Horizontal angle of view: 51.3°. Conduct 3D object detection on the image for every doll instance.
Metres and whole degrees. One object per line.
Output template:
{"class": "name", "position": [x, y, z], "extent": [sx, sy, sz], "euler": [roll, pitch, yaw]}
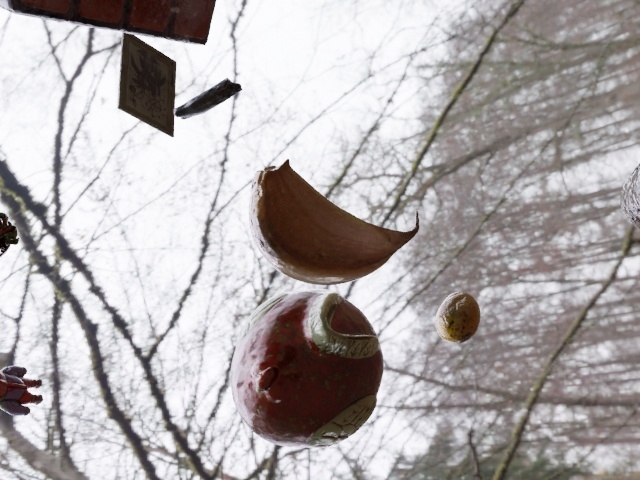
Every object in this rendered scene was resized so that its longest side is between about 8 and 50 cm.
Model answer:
{"class": "doll", "position": [-0.590, 0.256, 1.168], "extent": [0.227, 0.075, 0.102], "euler": [23, -138, -54]}

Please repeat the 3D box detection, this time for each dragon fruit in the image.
{"class": "dragon fruit", "position": [-0.656, 0.000, 1.290], "extent": [0.175, 0.138, 0.142], "euler": [-31, -47, -55]}

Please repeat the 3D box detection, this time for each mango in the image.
{"class": "mango", "position": [0.239, 0.131, 1.156], "extent": [0.057, 0.078, 0.114], "euler": [62, -155, -26]}

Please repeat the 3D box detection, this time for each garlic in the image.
{"class": "garlic", "position": [0.000, -0.001, 0.824], "extent": [0.206, 0.115, 0.128], "euler": [23, -112, -1]}

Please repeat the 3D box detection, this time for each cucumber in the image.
{"class": "cucumber", "position": [-0.197, -0.244, 1.169], "extent": [0.033, 0.134, 0.034], "euler": [42, -155, -51]}

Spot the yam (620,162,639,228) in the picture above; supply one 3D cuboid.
{"class": "yam", "position": [0.500, -0.074, 0.942], "extent": [0.279, 0.131, 0.131], "euler": [6, -109, -71]}

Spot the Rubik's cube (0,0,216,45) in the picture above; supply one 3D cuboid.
{"class": "Rubik's cube", "position": [-0.357, -0.513, 0.987], "extent": [0.343, 0.337, 0.345], "euler": [-5, -61, -51]}

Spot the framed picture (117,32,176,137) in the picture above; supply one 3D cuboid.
{"class": "framed picture", "position": [-0.416, -0.379, 1.614], "extent": [0.173, 0.010, 0.232], "euler": [24, -126, -49]}

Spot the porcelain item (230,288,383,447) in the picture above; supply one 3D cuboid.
{"class": "porcelain item", "position": [-0.030, 0.189, 0.985], "extent": [0.253, 0.252, 0.253], "euler": [20, -118, -43]}
